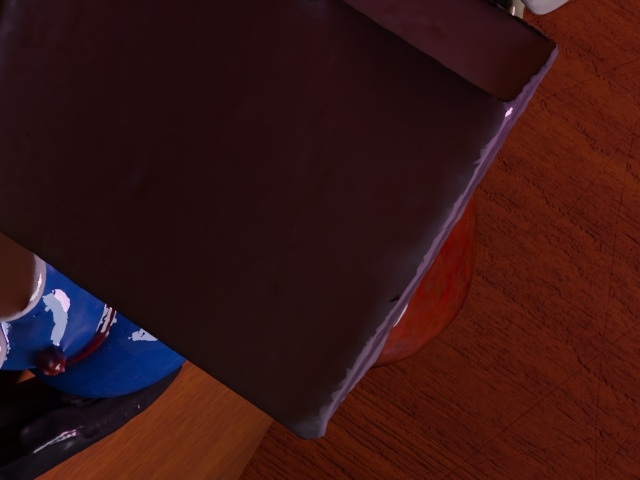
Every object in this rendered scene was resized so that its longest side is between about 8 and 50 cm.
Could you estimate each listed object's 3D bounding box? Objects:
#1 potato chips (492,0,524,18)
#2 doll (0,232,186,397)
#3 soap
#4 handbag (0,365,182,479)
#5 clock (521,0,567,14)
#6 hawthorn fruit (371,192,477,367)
[{"bbox_3d":[0.175,-0.301,1.760,0.358,0.070,0.429,138,-29,-62],"label":"potato chips"},{"bbox_3d":[-0.189,0.036,1.244,0.215,0.161,0.257,-45,159,15],"label":"doll"},{"bbox_3d":[-0.055,-0.066,1.014,0.107,0.296,0.285,-47,170,-52],"label":"soap"},{"bbox_3d":[-0.236,0.152,1.418,0.191,0.075,0.332,-22,180,13],"label":"handbag"},{"bbox_3d":[0.135,-0.309,1.368,0.108,0.265,0.324,-39,-178,14],"label":"clock"},{"bbox_3d":[0.002,-0.008,1.723,0.325,0.308,0.308,-2,129,-52],"label":"hawthorn fruit"}]
